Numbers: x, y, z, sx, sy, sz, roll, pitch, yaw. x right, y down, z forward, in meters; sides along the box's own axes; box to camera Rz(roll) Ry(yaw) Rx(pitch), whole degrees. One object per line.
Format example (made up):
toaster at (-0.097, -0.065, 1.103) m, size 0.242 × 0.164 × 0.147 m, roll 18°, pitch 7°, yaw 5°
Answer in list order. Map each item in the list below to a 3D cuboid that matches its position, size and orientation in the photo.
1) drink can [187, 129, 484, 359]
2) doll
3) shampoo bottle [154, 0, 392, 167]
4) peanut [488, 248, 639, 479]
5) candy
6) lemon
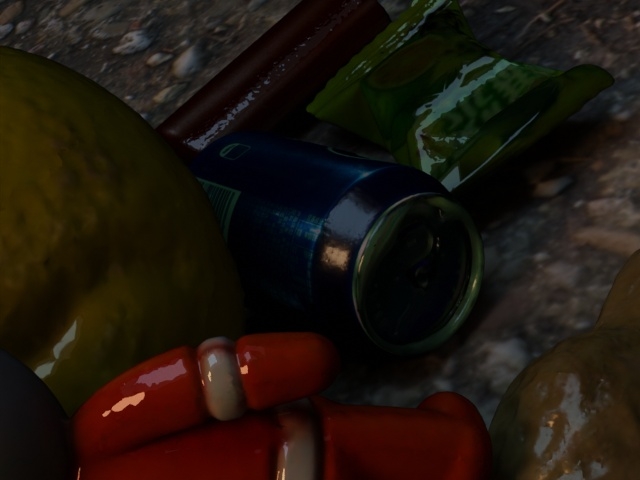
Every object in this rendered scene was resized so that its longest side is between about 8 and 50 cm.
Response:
drink can at (0.000, 0.000, 0.802) m, size 0.118 × 0.118 × 0.205 m, roll -44°, pitch 34°, yaw -18°
doll at (-0.106, 0.098, 0.512) m, size 0.336 × 0.200 × 0.105 m, roll 6°, pitch 39°, yaw -17°
shampoo bottle at (-0.060, -0.108, 1.053) m, size 0.260 × 0.064 × 0.102 m, roll -44°, pitch 33°, yaw -17°
peanut at (0.140, 0.078, 0.579) m, size 0.095 × 0.108 × 0.226 m, roll 4°, pitch 44°, yaw 52°
candy at (0.087, -0.100, 0.910) m, size 0.149 × 0.069 × 0.246 m, roll -40°, pitch 37°, yaw -2°
lemon at (-0.211, 0.053, 0.712) m, size 0.348 × 0.348 × 0.348 m, roll -23°, pitch 33°, yaw 16°
